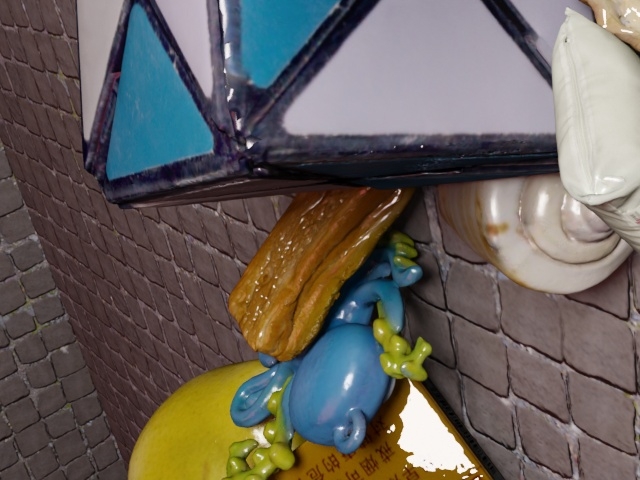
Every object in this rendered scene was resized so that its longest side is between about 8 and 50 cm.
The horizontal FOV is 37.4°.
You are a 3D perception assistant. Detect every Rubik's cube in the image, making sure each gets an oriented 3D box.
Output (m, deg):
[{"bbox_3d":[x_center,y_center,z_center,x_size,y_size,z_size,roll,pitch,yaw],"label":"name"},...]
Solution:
[{"bbox_3d":[0.002,-0.183,0.684,0.305,0.307,0.310,1,94,58],"label":"Rubik's cube"}]

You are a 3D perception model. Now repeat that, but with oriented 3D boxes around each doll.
[{"bbox_3d":[0.013,0.139,1.107,0.099,0.346,0.341,34,-159,-18],"label":"doll"}]

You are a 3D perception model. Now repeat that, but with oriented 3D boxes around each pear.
[{"bbox_3d":[-0.107,0.364,1.394,0.362,0.362,0.418,51,125,19],"label":"pear"}]

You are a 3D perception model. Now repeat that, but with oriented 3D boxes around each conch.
[{"bbox_3d":[0.164,-0.027,0.830,0.255,0.127,0.158,-9,107,61],"label":"conch"}]

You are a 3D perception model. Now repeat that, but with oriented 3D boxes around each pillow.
[{"bbox_3d":[0.232,-0.030,0.600,0.078,0.254,0.144,-34,42,32],"label":"pillow"}]

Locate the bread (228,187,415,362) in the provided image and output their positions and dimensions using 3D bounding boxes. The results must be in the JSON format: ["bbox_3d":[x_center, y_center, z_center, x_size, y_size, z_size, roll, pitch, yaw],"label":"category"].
[{"bbox_3d":[-0.002,0.000,1.040,0.271,0.077,0.139,-57,36,15],"label":"bread"}]

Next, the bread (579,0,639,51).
[{"bbox_3d":[0.251,-0.212,0.505,0.274,0.149,0.274,31,134,39],"label":"bread"}]

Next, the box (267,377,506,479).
[{"bbox_3d":[0.131,0.386,1.101,0.415,0.264,0.116,52,-175,16],"label":"box"}]
